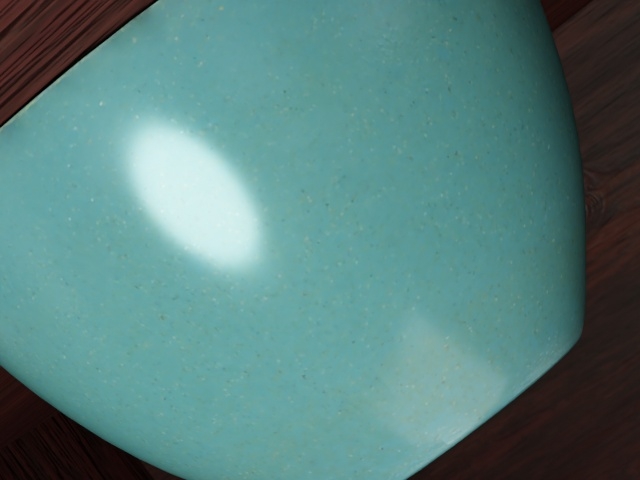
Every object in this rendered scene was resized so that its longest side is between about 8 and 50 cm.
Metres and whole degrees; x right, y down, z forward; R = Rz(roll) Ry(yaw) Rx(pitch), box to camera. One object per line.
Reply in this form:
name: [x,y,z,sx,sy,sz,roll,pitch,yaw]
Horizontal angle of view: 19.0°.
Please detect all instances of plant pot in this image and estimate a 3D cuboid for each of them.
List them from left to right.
plant pot: [0.000,0.000,0.806,0.290,0.195,0.290,-37,178,-2]
